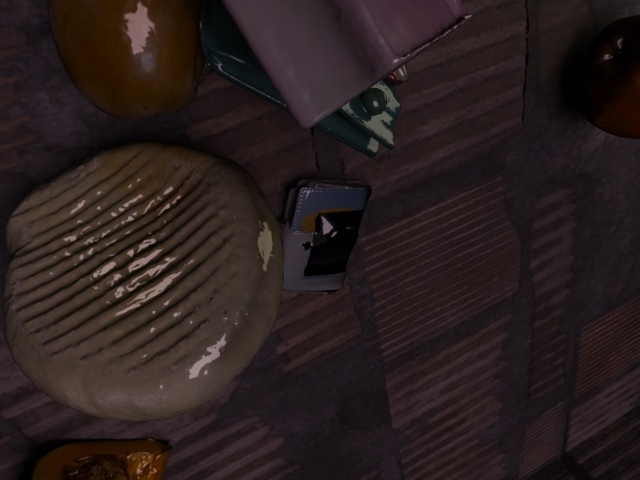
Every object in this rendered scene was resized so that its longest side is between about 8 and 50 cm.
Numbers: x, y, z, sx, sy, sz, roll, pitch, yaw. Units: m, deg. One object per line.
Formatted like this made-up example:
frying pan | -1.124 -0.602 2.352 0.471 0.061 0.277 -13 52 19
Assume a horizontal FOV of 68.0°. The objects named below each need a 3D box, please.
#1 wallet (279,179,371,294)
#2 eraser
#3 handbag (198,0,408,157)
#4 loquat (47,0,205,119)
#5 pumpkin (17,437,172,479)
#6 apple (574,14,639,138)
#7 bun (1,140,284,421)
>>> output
wallet | 0.000 0.000 0.855 0.170 0.069 0.231 0 118 -32
eraser | -0.019 -0.312 0.420 0.359 0.122 0.272 56 41 -12
handbag | 0.005 -0.276 0.588 0.274 0.269 0.100 26 146 -32
loquat | -0.209 -0.254 0.534 0.179 0.179 0.228 -6 115 -24
pumpkin | -0.396 0.469 0.842 0.280 0.190 0.139 13 109 -33
apple | 0.603 -0.308 0.897 0.229 0.230 0.230 -12 122 -21
bun | -0.212 0.054 0.623 0.365 0.365 0.219 -33 158 -6
